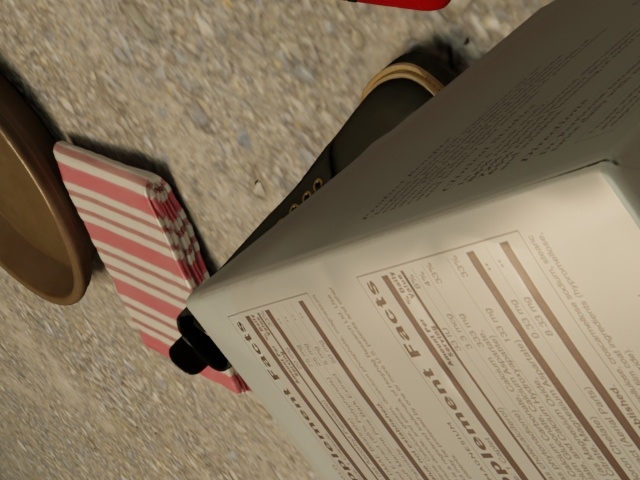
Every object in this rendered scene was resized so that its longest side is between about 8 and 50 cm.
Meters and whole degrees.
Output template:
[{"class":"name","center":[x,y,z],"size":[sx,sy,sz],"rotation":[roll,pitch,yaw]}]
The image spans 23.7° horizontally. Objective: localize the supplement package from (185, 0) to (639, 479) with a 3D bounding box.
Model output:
[{"class":"supplement package","center":[0.128,0.022,0.463],"size":[0.198,0.199,0.262],"rotation":[53,156,-8]}]

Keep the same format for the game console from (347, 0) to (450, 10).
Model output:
[{"class":"game console","center":[0.003,-0.179,0.627],"size":[0.124,0.085,0.144],"rotation":[9,144,11]}]

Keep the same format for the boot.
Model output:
[{"class":"boot","center":[0.000,0.000,0.736],"size":[0.077,0.137,0.198],"rotation":[46,155,9]}]

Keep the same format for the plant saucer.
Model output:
[{"class":"plant saucer","center":[-0.273,-0.068,1.241],"size":[0.278,0.041,0.278],"rotation":[39,154,23]}]

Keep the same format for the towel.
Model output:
[{"class":"towel","center":[-0.119,0.017,1.113],"size":[0.144,0.029,0.197],"rotation":[20,139,50]}]
